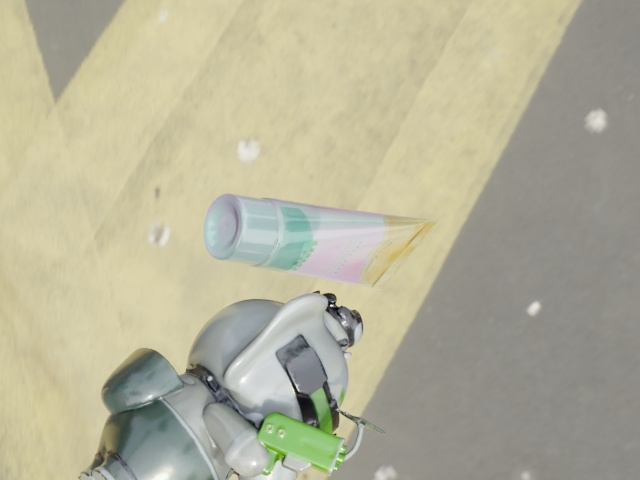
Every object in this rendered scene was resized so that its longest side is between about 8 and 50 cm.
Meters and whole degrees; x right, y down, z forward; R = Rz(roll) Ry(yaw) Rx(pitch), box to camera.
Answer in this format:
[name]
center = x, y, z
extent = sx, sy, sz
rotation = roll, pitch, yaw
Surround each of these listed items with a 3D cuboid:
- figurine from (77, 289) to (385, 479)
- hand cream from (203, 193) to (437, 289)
[figurine]
center = -0.048, 0.097, 1.013
extent = 0.192, 0.147, 0.126
rotation = -39, 89, -25
[hand cream]
center = 0.000, 0.000, 1.225
extent = 0.174, 0.076, 0.047
rotation = 9, 41, -41
